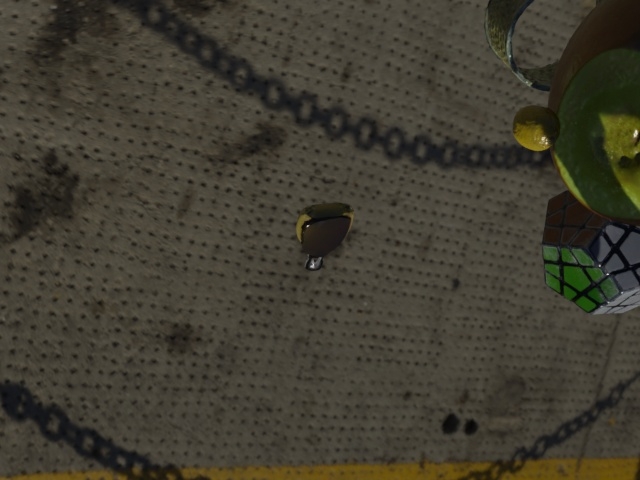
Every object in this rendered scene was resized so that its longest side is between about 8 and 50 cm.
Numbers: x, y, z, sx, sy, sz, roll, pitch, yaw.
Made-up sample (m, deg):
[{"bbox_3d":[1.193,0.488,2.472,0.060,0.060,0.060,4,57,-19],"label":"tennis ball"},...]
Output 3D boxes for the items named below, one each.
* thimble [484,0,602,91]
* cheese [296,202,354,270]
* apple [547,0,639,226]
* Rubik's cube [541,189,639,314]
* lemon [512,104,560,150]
[{"bbox_3d":[0.511,-0.476,1.805,0.271,0.150,0.270,-5,126,-7],"label":"thimble"},{"bbox_3d":[0.000,0.001,1.261,0.087,0.036,0.162,-9,147,-15],"label":"cheese"},{"bbox_3d":[0.545,-0.219,1.280,0.374,0.374,0.383,20,61,-30],"label":"apple"},{"bbox_3d":[0.628,0.009,1.773,0.319,0.319,0.264,4,123,-28],"label":"Rubik's cube"},{"bbox_3d":[0.309,-0.163,1.176,0.065,0.092,0.065,-7,123,-11],"label":"lemon"}]
